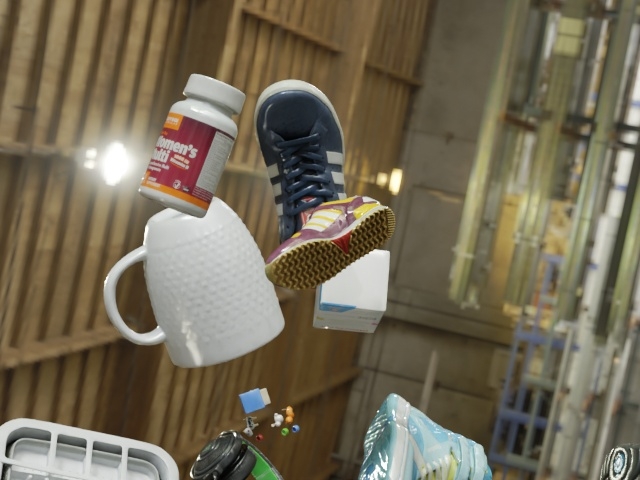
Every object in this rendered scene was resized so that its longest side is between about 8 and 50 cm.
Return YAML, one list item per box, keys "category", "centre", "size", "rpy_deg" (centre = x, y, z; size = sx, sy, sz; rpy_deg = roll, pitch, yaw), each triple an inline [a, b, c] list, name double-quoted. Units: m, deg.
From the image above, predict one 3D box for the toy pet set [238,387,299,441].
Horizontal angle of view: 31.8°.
- category: "toy pet set"
  centre: [-0.125, 0.371, 2.377]
  size: [0.065, 0.122, 0.114]
  rpy_deg: [-13, -98, -53]

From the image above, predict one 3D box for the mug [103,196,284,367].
- category: "mug"
  centre: [-0.302, 0.098, 2.527]
  size: [0.276, 0.374, 0.328]
  rpy_deg: [20, 129, 68]

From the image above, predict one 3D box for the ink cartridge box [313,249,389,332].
- category: "ink cartridge box"
  centre: [0.041, 0.073, 1.603]
  size: [0.143, 0.092, 0.090]
  rpy_deg: [109, 167, -71]

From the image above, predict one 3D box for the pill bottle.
- category: "pill bottle"
  centre: [-0.211, -0.158, 1.881]
  size: [0.221, 0.121, 0.121]
  rpy_deg: [-70, -18, -4]

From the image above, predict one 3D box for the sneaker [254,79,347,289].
- category: "sneaker"
  centre: [-0.015, -0.071, 1.684]
  size: [0.148, 0.131, 0.350]
  rpy_deg: [-97, -6, -48]

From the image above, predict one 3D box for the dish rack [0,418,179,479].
- category: "dish rack"
  centre: [-0.345, 0.419, 1.605]
  size: [0.072, 0.285, 0.333]
  rpy_deg: [-60, 25, 31]

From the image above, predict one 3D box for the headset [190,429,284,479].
- category: "headset"
  centre: [-0.181, 0.512, 2.239]
  size: [0.185, 0.243, 0.394]
  rpy_deg: [-40, -16, 7]

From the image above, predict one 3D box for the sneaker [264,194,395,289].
- category: "sneaker"
  centre: [0.000, 0.000, 1.398]
  size: [0.185, 0.084, 0.069]
  rpy_deg: [-24, -57, -25]

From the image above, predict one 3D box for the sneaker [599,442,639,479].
- category: "sneaker"
  centre: [0.536, 0.349, 1.692]
  size: [0.341, 0.140, 0.125]
  rpy_deg: [119, 162, -50]

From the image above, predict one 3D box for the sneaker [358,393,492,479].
- category: "sneaker"
  centre: [0.172, 0.361, 1.730]
  size: [0.127, 0.208, 0.319]
  rpy_deg: [-61, 2, 19]
